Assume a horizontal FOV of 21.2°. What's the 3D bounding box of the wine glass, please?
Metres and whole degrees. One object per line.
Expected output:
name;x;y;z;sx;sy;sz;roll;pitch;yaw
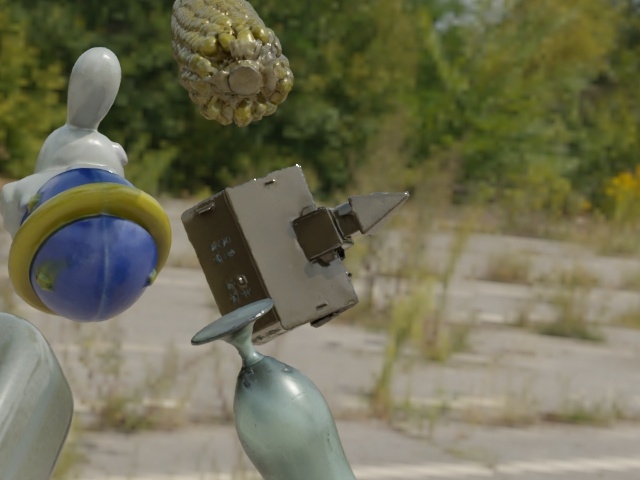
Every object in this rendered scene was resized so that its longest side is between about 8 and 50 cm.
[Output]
wine glass;-0.039;0.163;1.605;0.093;0.202;0.093;-26;10;5

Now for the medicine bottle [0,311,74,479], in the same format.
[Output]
medicine bottle;-0.378;0.168;1.263;0.375;0.123;0.282;-4;41;23

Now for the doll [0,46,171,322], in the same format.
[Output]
doll;-0.261;-0.003;1.751;0.159;0.242;0.311;-14;-32;-26

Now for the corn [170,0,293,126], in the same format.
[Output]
corn;-0.085;-0.169;1.495;0.097;0.097;0.320;5;17;-11

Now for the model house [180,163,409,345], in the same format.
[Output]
model house;0.000;0.000;2.003;0.248;0.181;0.176;-25;-9;17
